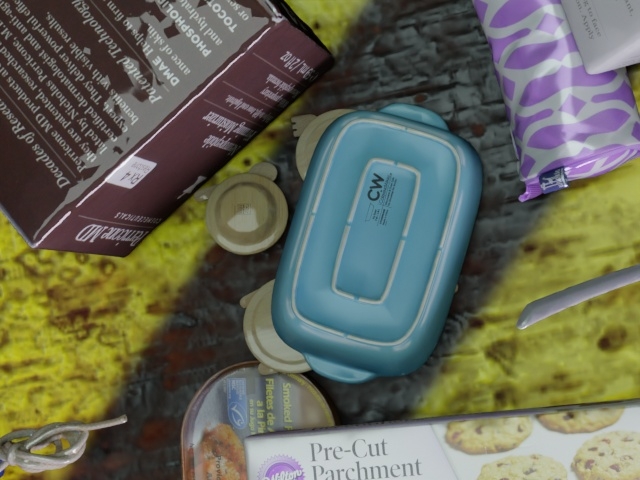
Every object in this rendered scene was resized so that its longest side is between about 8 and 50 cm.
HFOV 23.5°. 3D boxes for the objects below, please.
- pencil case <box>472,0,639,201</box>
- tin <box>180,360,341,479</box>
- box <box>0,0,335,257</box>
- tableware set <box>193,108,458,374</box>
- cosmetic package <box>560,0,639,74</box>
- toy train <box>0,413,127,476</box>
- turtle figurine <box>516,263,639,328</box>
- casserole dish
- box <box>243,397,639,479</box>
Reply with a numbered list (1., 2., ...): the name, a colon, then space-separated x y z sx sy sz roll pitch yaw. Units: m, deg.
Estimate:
1. pencil case: 0.137 -0.130 0.964 0.088 0.086 0.206 -21 80 44
2. tin: -0.034 0.173 1.007 0.106 0.040 0.189 -3 86 16
3. box: -0.129 -0.117 0.974 0.203 0.168 0.167 -42 80 8
4. tableware set: 0.000 0.000 1.006 0.141 0.020 0.168 -23 77 -1
5. cosmetic package: 0.230 -0.204 0.868 0.151 0.184 0.151 -16 84 -24
6. toy train: -0.232 0.206 1.020 0.248 0.105 0.143 -11 95 11
7. turtle figurine: 0.308 0.006 0.828 0.275 0.198 0.266 34 72 -11
8. casserole dish: 0.036 -0.003 0.976 0.114 0.037 0.188 16 79 6
9. box: 0.117 0.136 0.941 0.324 0.063 0.067 -5 85 4
